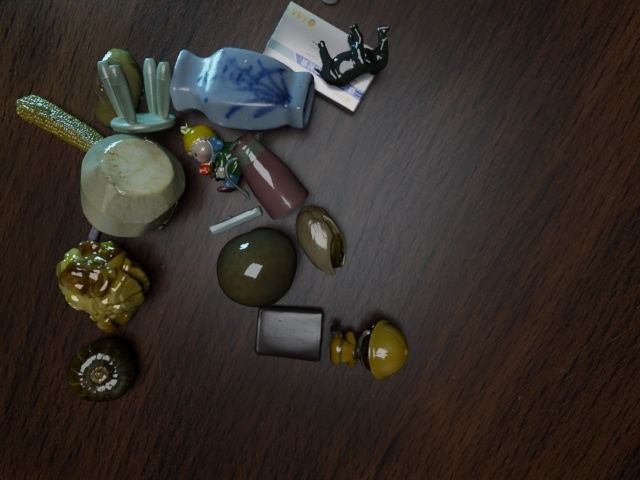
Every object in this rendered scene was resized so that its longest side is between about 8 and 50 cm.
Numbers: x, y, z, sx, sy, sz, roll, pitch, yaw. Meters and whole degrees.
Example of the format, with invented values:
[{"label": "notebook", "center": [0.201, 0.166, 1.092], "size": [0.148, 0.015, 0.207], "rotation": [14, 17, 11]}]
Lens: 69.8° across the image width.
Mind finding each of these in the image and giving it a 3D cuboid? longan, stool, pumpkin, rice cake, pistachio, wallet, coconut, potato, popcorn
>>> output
[{"label": "longan", "center": [-0.198, 0.082, 1.440], "size": [0.259, 0.258, 0.257], "rotation": [0, 96, 2]}, {"label": "stool", "center": [-0.548, -0.442, 1.394], "size": [0.196, 0.195, 0.198], "rotation": [-17, 123, -31]}, {"label": "pumpkin", "center": [-0.733, 0.438, 1.547], "size": [0.219, 0.162, 0.218], "rotation": [-3, 99, -22]}, {"label": "rice cake", "center": [-0.284, -0.070, 1.531], "size": [0.180, 0.030, 0.042], "rotation": [-23, 100, 4]}, {"label": "pistachio", "center": [0.000, 0.000, 1.480], "size": [0.138, 0.153, 0.237], "rotation": [-35, 97, -35]}, {"label": "wallet", "center": [-0.106, 0.315, 1.557], "size": [0.230, 0.049, 0.181], "rotation": [5, 96, 4]}, {"label": "coconut", "center": [-0.582, -0.161, 1.409], "size": [0.324, 0.323, 0.322], "rotation": [0, 96, 2]}, {"label": "potato", "center": [-0.647, -0.486, 1.468], "size": [0.121, 0.100, 0.260], "rotation": [16, 97, 1]}, {"label": "popcorn", "center": [-0.685, 0.147, 1.488], "size": [0.265, 0.225, 0.331], "rotation": [0, 118, 14]}]

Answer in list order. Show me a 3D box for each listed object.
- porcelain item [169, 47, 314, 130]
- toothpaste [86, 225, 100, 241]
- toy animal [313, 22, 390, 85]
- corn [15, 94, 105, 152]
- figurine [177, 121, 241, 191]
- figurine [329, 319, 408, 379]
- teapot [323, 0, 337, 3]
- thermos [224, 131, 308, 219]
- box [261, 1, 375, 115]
[{"label": "porcelain item", "center": [-0.230, -0.452, 1.398], "size": [0.406, 0.178, 0.242], "rotation": [11, 79, 4]}, {"label": "toothpaste", "center": [-0.776, -0.002, 1.560], "size": [0.045, 0.028, 0.169], "rotation": [24, 98, -7]}, {"label": "toy animal", "center": [0.103, -0.552, 1.371], "size": [0.245, 0.115, 0.146], "rotation": [-22, 88, 25]}, {"label": "corn", "center": [-0.834, -0.371, 1.492], "size": [0.320, 0.097, 0.096], "rotation": [30, 96, -3]}, {"label": "figurine", "center": [-0.358, -0.266, 1.476], "size": [0.235, 0.127, 0.185], "rotation": [20, 102, -11]}, {"label": "figurine", "center": [0.157, 0.359, 1.493], "size": [0.257, 0.167, 0.192], "rotation": [-6, 109, 5]}, {"label": "teapot", "center": [0.021, -0.781, 1.429], "size": [0.084, 0.064, 0.063], "rotation": [12, 95, 1]}, {"label": "thermos", "center": [-0.181, -0.199, 1.417], "size": [0.176, 0.146, 0.265], "rotation": [-44, 112, -12]}, {"label": "box", "center": [0.007, -0.571, 1.450], "size": [0.344, 0.065, 0.200], "rotation": [30, 96, -1]}]
